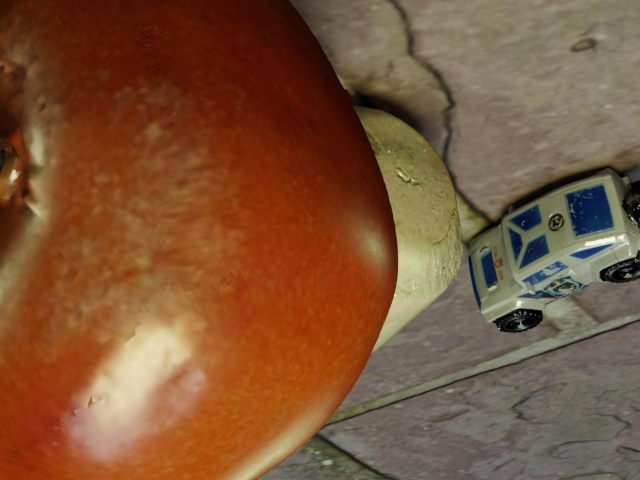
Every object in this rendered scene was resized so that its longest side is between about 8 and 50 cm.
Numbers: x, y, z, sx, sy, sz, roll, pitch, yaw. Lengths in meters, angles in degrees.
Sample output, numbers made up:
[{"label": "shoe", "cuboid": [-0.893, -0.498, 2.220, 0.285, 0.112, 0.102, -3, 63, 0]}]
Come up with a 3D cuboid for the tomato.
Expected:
[{"label": "tomato", "cuboid": [-0.123, -0.005, 0.915, 0.341, 0.341, 0.272, -27, 152, 30]}]

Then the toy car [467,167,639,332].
[{"label": "toy car", "cuboid": [0.185, 0.003, 1.302, 0.170, 0.080, 0.070, -29, 146, 33]}]

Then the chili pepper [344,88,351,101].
[{"label": "chili pepper", "cuboid": [-0.156, -0.034, 1.104, 0.387, 0.110, 0.110, -20, 150, 17]}]

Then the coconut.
[{"label": "coconut", "cuboid": [0.000, 0.000, 1.159, 0.170, 0.171, 0.183, 13, 143, -36]}]
